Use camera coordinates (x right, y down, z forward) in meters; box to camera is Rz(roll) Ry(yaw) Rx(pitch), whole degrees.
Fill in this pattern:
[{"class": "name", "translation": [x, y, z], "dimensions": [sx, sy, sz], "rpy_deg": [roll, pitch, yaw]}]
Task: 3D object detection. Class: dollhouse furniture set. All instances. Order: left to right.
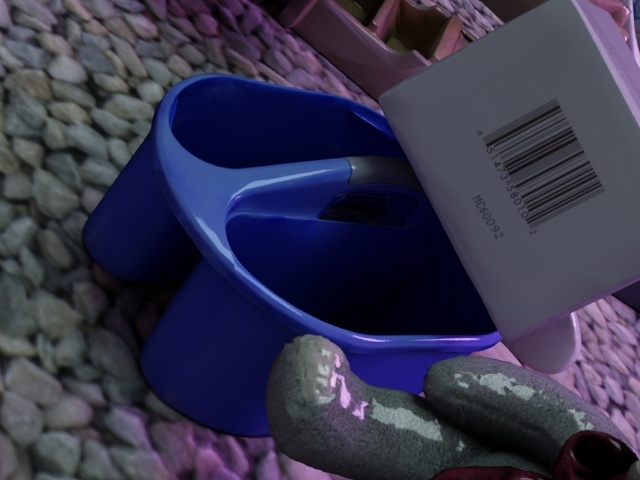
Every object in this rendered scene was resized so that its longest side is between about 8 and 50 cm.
[{"class": "dollhouse furniture set", "translation": [0.188, -0.307, 1.376], "dimensions": [0.256, 0.394, 0.362], "rpy_deg": [39, 31, -8]}]

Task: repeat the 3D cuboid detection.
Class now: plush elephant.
[{"class": "plush elephant", "translation": [0.157, 0.183, 0.775], "dimensions": [0.330, 0.255, 0.272], "rpy_deg": [14, 65, -26]}]

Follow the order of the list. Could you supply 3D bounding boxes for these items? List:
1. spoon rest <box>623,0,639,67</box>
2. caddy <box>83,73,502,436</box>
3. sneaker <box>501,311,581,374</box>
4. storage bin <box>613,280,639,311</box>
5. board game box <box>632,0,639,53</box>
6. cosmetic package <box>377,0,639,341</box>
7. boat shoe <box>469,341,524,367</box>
[{"class": "spoon rest", "translation": [0.345, -0.161, 1.521], "dimensions": [0.084, 0.276, 0.137], "rpy_deg": [0, 34, 10]}, {"class": "caddy", "translation": [0.000, 0.000, 0.992], "dimensions": [0.341, 0.179, 0.241], "rpy_deg": [4, 50, -48]}, {"class": "sneaker", "translation": [0.189, 0.034, 1.284], "dimensions": [0.094, 0.080, 0.212], "rpy_deg": [18, 37, -56]}, {"class": "storage bin", "translation": [0.362, 0.024, 1.484], "dimensions": [0.135, 0.098, 0.091], "rpy_deg": [30, 43, -22]}, {"class": "board game box", "translation": [0.518, -0.156, 1.838], "dimensions": [0.319, 0.066, 0.318], "rpy_deg": [50, 28, -19]}, {"class": "cosmetic package", "translation": [0.189, -0.068, 1.053], "dimensions": [0.197, 0.155, 0.365], "rpy_deg": [62, 16, 3]}, {"class": "boat shoe", "translation": [0.169, 0.151, 1.128], "dimensions": [0.170, 0.063, 0.059], "rpy_deg": [42, 32, 15]}]
